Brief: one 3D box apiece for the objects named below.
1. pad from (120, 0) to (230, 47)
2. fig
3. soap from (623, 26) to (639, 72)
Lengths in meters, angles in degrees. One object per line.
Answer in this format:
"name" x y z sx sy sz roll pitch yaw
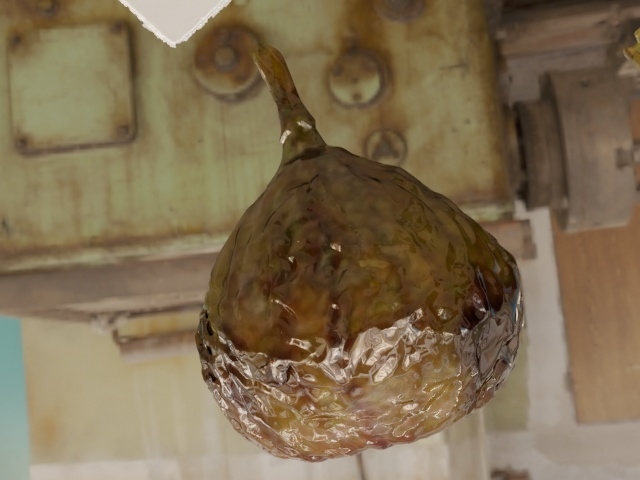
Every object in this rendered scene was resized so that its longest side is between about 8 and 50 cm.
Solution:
"pad" -0.052 -0.234 0.567 0.232 0.156 0.004 -45 170 -4
"fig" 0.000 0.000 0.882 0.286 0.368 0.286 -26 177 -1
"soap" 0.475 -0.141 0.896 0.293 0.156 0.335 -30 -148 9
